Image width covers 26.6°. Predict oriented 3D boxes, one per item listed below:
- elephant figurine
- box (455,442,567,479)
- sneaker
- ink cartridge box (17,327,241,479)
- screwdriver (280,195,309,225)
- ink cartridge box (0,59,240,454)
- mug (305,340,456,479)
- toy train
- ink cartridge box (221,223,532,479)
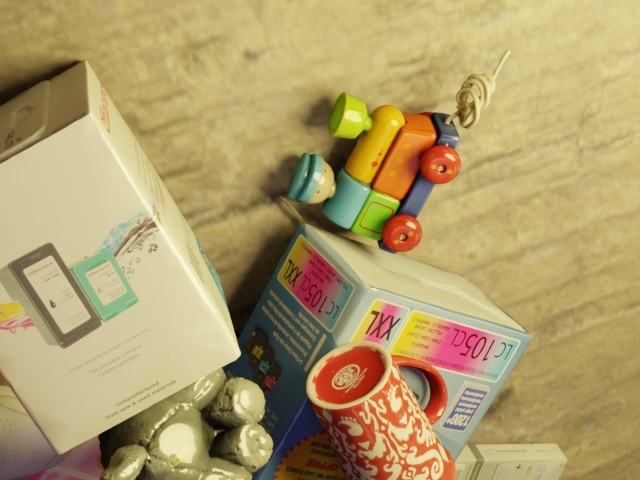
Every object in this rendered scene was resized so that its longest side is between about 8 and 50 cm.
[{"bbox_3d":[-0.172,0.208,1.350,0.186,0.169,0.239,36,149,-29],"label":"elephant figurine"},{"bbox_3d":[0.222,0.337,1.812,0.186,0.038,0.145,3,123,-22],"label":"box"},{"bbox_3d":[-0.407,0.227,1.401,0.305,0.152,0.114,1,113,-17],"label":"sneaker"},{"bbox_3d":[-0.225,0.235,1.552,0.371,0.069,0.176,-45,127,10],"label":"ink cartridge box"},{"bbox_3d":[0.000,0.000,1.498,0.024,0.025,0.170,-36,125,7],"label":"screwdriver"},{"bbox_3d":[-0.231,0.009,1.259,0.197,0.198,0.270,-29,113,1],"label":"ink cartridge box"},{"bbox_3d":[0.059,0.179,1.379,0.113,0.150,0.169,-12,128,20],"label":"mug"},{"bbox_3d":[0.075,-0.117,1.401,0.143,0.105,0.248,20,115,-17],"label":"toy train"},{"bbox_3d":[0.017,0.208,1.521,0.270,0.151,0.395,18,110,-39],"label":"ink cartridge box"}]
